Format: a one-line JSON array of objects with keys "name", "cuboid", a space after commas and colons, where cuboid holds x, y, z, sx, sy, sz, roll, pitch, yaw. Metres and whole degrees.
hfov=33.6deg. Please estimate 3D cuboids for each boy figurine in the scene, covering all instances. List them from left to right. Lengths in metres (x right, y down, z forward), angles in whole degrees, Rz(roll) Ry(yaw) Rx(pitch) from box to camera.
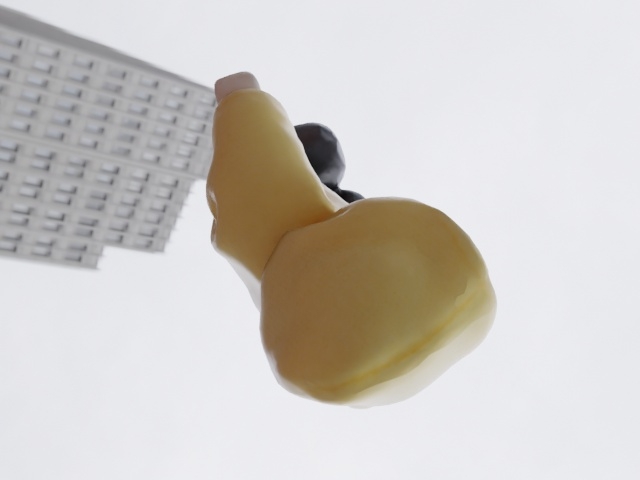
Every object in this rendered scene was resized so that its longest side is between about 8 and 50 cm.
[{"name": "boy figurine", "cuboid": [0.000, 0.000, 0.502, 0.177, 0.092, 0.285, 62, -3, -11]}]
